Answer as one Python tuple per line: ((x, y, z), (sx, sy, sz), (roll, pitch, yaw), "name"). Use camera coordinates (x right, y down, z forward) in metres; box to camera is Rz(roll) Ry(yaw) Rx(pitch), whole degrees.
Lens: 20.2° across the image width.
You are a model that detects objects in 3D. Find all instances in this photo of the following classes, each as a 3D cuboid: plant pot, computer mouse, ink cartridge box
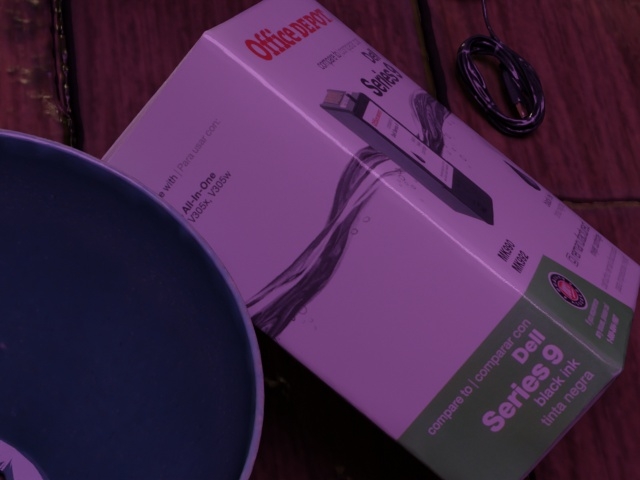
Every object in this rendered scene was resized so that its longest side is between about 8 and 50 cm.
((-0.191, 0.113, 0.935), (0.290, 0.195, 0.290), (8, 55, -11), "plant pot")
((0.118, -0.180, 1.332), (0.071, 0.041, 0.242), (-6, 64, -9), "computer mouse")
((0.035, -0.006, 1.047), (0.289, 0.121, 0.211), (39, 20, 0), "ink cartridge box")
